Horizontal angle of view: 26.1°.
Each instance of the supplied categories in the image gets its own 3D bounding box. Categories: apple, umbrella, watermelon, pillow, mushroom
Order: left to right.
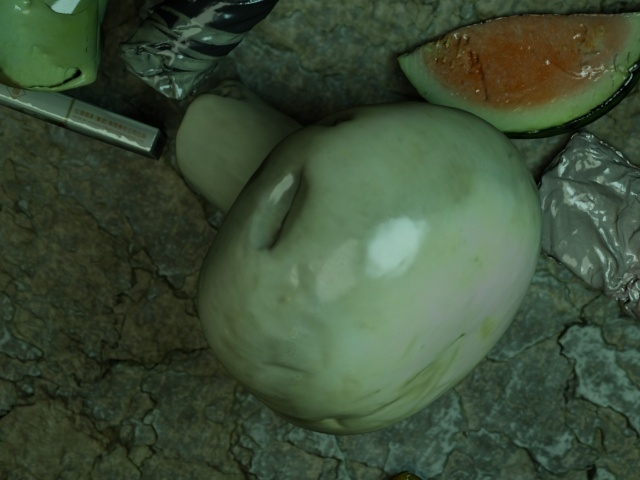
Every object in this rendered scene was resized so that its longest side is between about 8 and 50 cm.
[{"bbox_3d":[-0.269,-0.243,1.238,0.174,0.207,0.188,16,123,8],"label":"apple"},{"bbox_3d":[-0.042,-0.272,1.249,0.357,0.113,0.106,-41,90,15],"label":"umbrella"},{"bbox_3d":[0.019,0.027,1.265,0.353,0.353,0.325,4,101,6],"label":"mushroom"},{"bbox_3d":[0.199,-0.154,1.296,0.245,0.063,0.119,-8,95,17],"label":"watermelon"},{"bbox_3d":[0.315,0.007,1.355,0.248,0.049,0.135,34,119,-5],"label":"pillow"}]

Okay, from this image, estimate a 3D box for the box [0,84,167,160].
[{"bbox_3d":[-0.260,-0.130,1.337,0.220,0.122,0.032,20,90,-2],"label":"box"}]

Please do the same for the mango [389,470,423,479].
[{"bbox_3d":[0.106,0.308,1.517,0.077,0.063,0.127,-19,105,21],"label":"mango"}]
